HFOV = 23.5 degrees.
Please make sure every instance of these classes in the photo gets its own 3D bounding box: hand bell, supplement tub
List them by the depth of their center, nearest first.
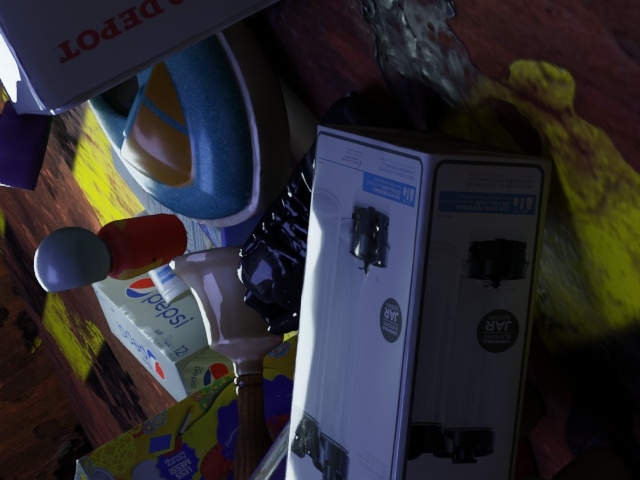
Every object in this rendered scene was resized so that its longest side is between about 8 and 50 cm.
[{"bbox_3d":[-0.060,0.132,1.350,0.126,0.126,0.242,141,124,-73],"label":"hand bell"},{"bbox_3d":[-0.178,0.013,1.813,0.107,0.071,0.071,58,163,6],"label":"supplement tub"}]

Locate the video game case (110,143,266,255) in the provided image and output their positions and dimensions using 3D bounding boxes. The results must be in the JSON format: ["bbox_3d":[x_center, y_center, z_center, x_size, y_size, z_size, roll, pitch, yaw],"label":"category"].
[{"bbox_3d":[-0.136,-0.076,1.564,0.244,0.061,0.269,53,161,24],"label":"video game case"}]

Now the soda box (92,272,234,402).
[{"bbox_3d":[-0.195,0.117,1.995,0.286,0.091,0.098,35,149,54],"label":"soda box"}]

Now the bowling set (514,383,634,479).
[{"bbox_3d":[0.160,0.228,1.052,0.287,0.154,0.200,57,165,8],"label":"bowling set"}]

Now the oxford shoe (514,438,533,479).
[{"bbox_3d":[0.118,0.208,1.252,0.098,0.097,0.271,42,156,55],"label":"oxford shoe"}]

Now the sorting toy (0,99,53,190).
[{"bbox_3d":[-0.283,-0.141,1.313,0.365,0.126,0.127,-97,19,-66],"label":"sorting toy"}]

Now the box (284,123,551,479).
[{"bbox_3d":[0.056,0.077,1.004,0.169,0.087,0.290,-155,68,-63],"label":"box"}]

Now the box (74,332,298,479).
[{"bbox_3d":[-0.072,0.237,1.505,0.177,0.290,0.279,58,162,9],"label":"box"}]

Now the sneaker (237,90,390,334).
[{"bbox_3d":[0.000,0.000,1.194,0.107,0.124,0.283,53,162,21],"label":"sneaker"}]

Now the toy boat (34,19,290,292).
[{"bbox_3d":[-0.152,-0.075,1.334,0.267,0.148,0.318,50,137,28],"label":"toy boat"}]

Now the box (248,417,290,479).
[{"bbox_3d":[-0.007,0.173,1.223,0.057,0.293,0.201,35,162,-1],"label":"box"}]

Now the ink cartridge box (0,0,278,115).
[{"bbox_3d":[-0.181,-0.270,1.099,0.306,0.226,0.131,65,163,-13],"label":"ink cartridge box"}]
